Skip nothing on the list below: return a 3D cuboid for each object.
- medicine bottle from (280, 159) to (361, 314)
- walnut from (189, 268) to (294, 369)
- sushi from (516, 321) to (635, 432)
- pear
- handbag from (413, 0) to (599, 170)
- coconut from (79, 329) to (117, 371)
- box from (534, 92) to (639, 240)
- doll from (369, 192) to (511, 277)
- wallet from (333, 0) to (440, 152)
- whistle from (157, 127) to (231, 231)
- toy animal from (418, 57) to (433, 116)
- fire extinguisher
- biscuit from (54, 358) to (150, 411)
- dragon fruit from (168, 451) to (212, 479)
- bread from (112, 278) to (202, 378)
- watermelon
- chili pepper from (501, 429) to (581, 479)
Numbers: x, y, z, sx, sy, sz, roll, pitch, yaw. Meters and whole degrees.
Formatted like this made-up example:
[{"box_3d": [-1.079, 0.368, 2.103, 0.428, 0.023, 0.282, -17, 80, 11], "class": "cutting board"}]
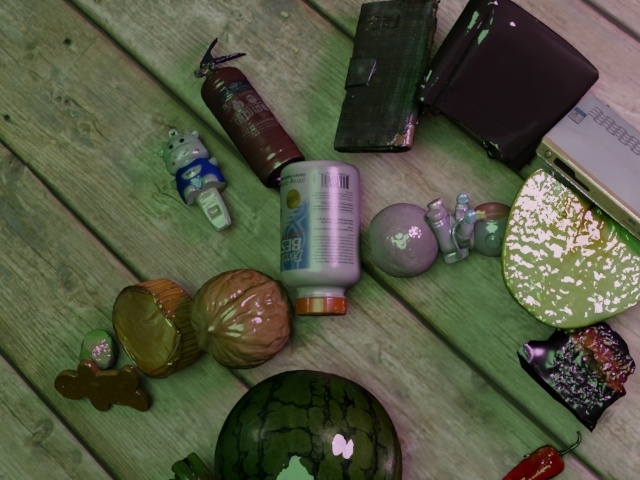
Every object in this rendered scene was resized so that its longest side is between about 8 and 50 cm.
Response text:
[{"box_3d": [0.000, 0.000, 1.931, 0.157, 0.157, 0.289, -2, 82, 16], "class": "medicine bottle"}, {"box_3d": [-0.154, 0.150, 1.929, 0.213, 0.213, 0.213, -2, 82, 16], "class": "walnut"}, {"box_3d": [0.466, 0.218, 1.773, 0.150, 0.153, 0.172, -44, 67, -2], "class": "sushi"}, {"box_3d": [0.427, 0.051, 1.780, 0.288, 0.139, 0.239, 34, 70, 1], "class": "pear"}, {"box_3d": [0.335, -0.293, 1.850, 0.285, 0.113, 0.257, 31, 100, -23], "class": "handbag"}, {"box_3d": [-0.459, 0.233, 2.077, 0.083, 0.081, 0.082, 33, 57, 30], "class": "coconut"}, {"box_3d": [0.533, -0.129, 1.789, 0.270, 0.045, 0.211, 41, 54, 10], "class": "box"}, {"box_3d": [0.239, -0.009, 1.880, 0.287, 0.151, 0.151, -7, 81, 9], "class": "doll"}, {"box_3d": [0.126, -0.317, 1.919, 0.169, 0.044, 0.317, 4, 74, 32], "class": "wallet"}, {"box_3d": [-0.253, -0.128, 2.056, 0.110, 0.092, 0.244, -28, 74, 0], "class": "whistle"}, {"box_3d": [0.154, -0.270, 1.958, 0.214, 0.094, 0.186, 25, 82, 26], "class": "toy animal"}, {"box_3d": [-0.152, -0.275, 2.052, 0.138, 0.102, 0.344, -28, 72, -23], "class": "fire extinguisher"}, {"box_3d": [-0.450, 0.294, 2.052, 0.204, 0.031, 0.138, -3, 125, 19], "class": "biscuit"}, {"box_3d": [-0.215, 0.554, 1.918, 0.269, 0.198, 0.200, 47, 122, 18], "class": "dragon fruit"}, {"box_3d": [-0.320, 0.172, 2.008, 0.199, 0.104, 0.199, 12, 111, 36], "class": "bread"}, {"box_3d": [-0.024, 0.407, 1.788, 0.363, 0.363, 0.363, -2, 82, 16], "class": "watermelon"}, {"box_3d": [0.368, 0.432, 1.822, 0.268, 0.050, 0.059, -36, 90, 10], "class": "chili pepper"}]
